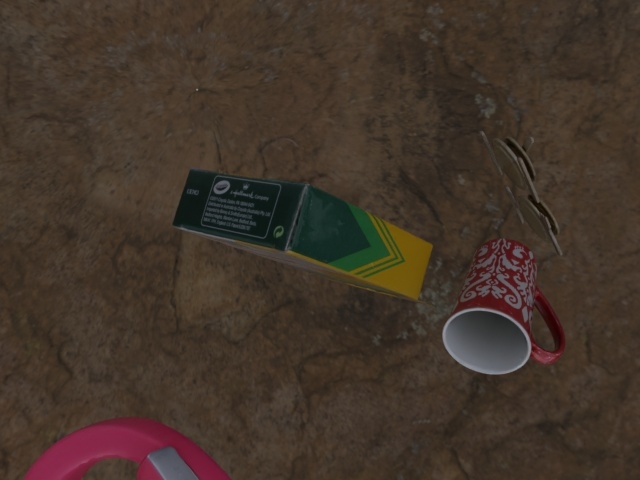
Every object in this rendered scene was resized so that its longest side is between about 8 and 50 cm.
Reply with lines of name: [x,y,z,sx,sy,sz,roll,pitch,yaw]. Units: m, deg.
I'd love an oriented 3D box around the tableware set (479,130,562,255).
tableware set: [0.309,-0.078,1.022,0.039,0.128,0.194,-33,121,2]

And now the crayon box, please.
crayon box: [0.000,0.000,0.906,0.323,0.203,0.083,23,81,-49]

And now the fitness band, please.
fitness band: [-0.110,0.258,0.469,0.291,0.054,0.209,49,113,21]

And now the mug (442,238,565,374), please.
mug: [0.250,0.095,0.950,0.113,0.169,0.150,-32,109,38]
